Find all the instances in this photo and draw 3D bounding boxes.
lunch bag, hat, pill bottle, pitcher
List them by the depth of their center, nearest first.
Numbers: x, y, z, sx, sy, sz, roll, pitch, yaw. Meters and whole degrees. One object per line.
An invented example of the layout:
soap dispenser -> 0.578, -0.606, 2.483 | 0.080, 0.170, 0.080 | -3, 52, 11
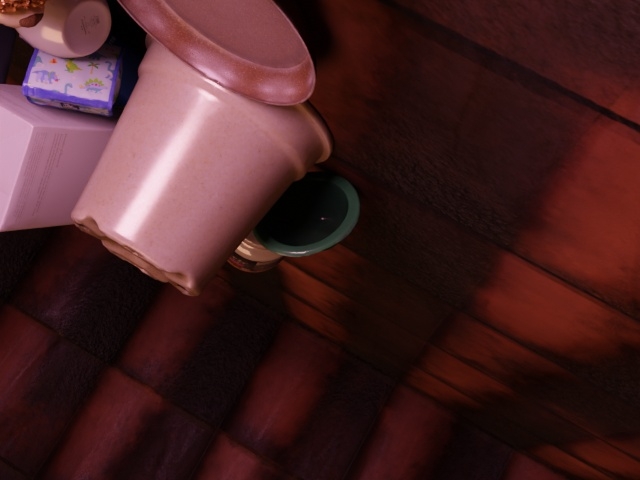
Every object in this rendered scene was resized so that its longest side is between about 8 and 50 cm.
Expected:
pitcher -> -0.399, -0.361, 1.173 | 0.207, 0.125, 0.178 | 34, 152, 26
lunch bag -> -0.366, -0.240, 1.244 | 0.129, 0.096, 0.151 | 8, -151, -11
hat -> 0.000, 0.000, 1.415 | 0.173, 0.208, 0.183 | 46, 162, 35
pill bottle -> -0.121, -0.030, 1.659 | 0.162, 0.162, 0.278 | 32, 167, -3

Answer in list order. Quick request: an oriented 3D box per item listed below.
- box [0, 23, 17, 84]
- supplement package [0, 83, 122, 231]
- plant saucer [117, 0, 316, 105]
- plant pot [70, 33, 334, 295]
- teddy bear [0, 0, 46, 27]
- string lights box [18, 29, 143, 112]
box -> -0.675, -0.309, 1.352 | 0.294, 0.296, 0.183 | 10, 177, 20
supplement package -> -0.442, -0.136, 1.341 | 0.177, 0.175, 0.293 | 29, -163, 20
plant saucer -> -0.128, -0.276, 0.976 | 0.310, 0.050, 0.310 | 29, 165, 8
plant pot -> -0.197, -0.098, 1.252 | 0.334, 0.305, 0.334 | 29, 167, 7
teddy bear -> -0.433, -0.332, 1.009 | 0.338, 0.113, 0.245 | 15, -163, 15
string lights box -> -0.363, -0.292, 1.406 | 0.259, 0.077, 0.133 | 40, 164, -34
